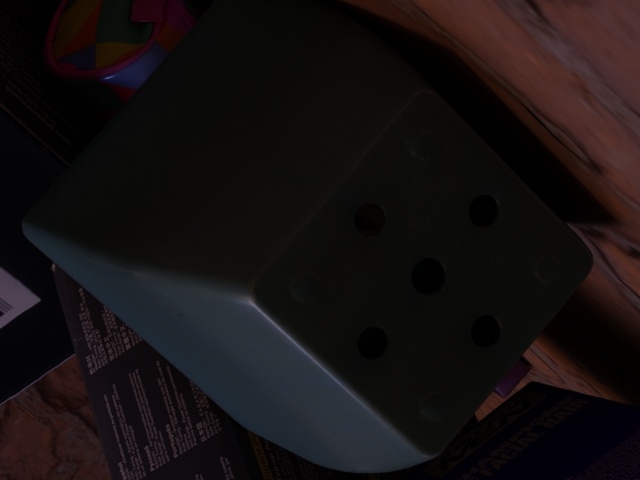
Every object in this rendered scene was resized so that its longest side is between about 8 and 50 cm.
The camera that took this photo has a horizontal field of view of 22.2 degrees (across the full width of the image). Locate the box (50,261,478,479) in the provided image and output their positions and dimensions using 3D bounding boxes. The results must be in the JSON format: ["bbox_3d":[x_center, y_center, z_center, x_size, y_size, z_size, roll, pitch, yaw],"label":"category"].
[{"bbox_3d":[0.025,0.188,0.953,0.318,0.097,0.395,24,-141,-55],"label":"box"}]

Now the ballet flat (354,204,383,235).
[{"bbox_3d":[0.012,-0.030,0.967,0.067,0.073,0.206,26,175,19],"label":"ballet flat"}]

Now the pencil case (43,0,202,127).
[{"bbox_3d":[-0.072,-0.078,1.035,0.104,0.104,0.236,39,177,43],"label":"pencil case"}]

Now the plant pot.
[{"bbox_3d":[0.000,0.000,0.715,0.165,0.166,0.234,43,173,-19],"label":"plant pot"}]

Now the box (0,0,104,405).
[{"bbox_3d":[-0.304,-0.077,1.100,0.212,0.293,0.395,45,-165,-47],"label":"box"}]

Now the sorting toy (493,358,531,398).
[{"bbox_3d":[0.090,0.125,1.479,0.127,0.126,0.365,43,177,-6],"label":"sorting toy"}]

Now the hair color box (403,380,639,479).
[{"bbox_3d":[0.172,0.181,0.792,0.185,0.110,0.339,55,168,-8],"label":"hair color box"}]
